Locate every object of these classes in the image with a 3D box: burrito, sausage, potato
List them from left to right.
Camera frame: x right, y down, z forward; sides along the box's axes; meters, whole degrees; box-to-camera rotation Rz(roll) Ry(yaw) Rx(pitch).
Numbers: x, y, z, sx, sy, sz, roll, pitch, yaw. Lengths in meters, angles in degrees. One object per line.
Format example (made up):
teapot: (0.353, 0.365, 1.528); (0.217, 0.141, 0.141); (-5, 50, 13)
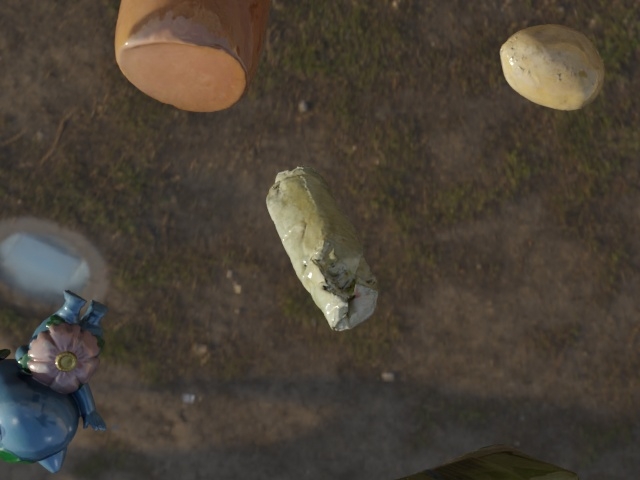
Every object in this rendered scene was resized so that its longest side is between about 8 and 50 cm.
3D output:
sausage: (-0.095, -0.252, 0.933); (0.121, 0.304, 0.121); (4, 147, 3)
burrito: (0.000, -0.001, 0.880); (0.058, 0.188, 0.045); (-14, 131, -12)
potato: (0.312, -0.233, 1.488); (0.147, 0.112, 0.112); (27, 127, 3)

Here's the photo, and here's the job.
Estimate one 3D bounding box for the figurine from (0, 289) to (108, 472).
figurine: (-0.282, 0.133, 1.103); (0.114, 0.144, 0.178); (31, 86, -48)

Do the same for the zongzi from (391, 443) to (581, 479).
zongzi: (0.042, 0.277, 0.691); (0.274, 0.125, 0.251); (-9, 94, -25)
